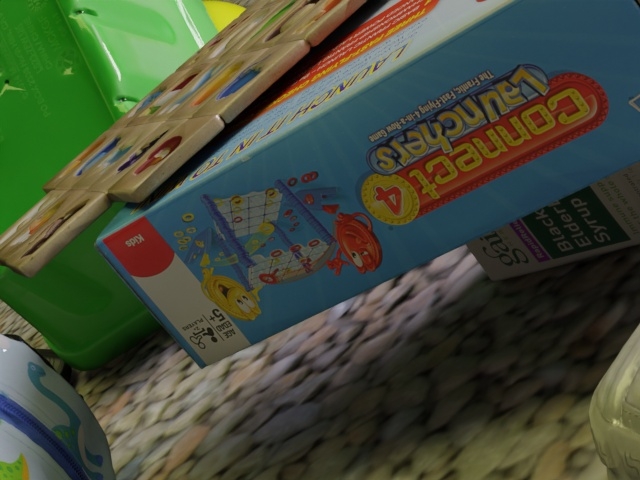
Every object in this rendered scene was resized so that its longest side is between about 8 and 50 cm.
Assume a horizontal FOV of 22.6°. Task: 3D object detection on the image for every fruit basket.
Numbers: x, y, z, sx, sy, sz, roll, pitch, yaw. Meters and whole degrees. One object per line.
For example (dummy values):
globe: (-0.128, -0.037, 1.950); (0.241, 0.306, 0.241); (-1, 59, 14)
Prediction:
fruit basket: (-0.156, -0.105, 1.328); (0.283, 0.392, 0.392); (-33, 16, 13)

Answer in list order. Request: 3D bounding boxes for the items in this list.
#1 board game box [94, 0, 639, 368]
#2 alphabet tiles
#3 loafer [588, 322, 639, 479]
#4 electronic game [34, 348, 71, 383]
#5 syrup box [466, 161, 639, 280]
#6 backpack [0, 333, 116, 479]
board game box: (0.076, -0.102, 0.802); (0.308, 0.086, 0.302); (-27, 19, 38)
alphabet tiles: (-0.049, -0.100, 0.901); (0.342, 0.011, 0.285); (-43, 14, -12)
loafer: (0.220, -0.015, 0.573); (0.111, 0.112, 0.319); (-2, 45, 56)
electronic game: (-0.302, 0.160, 1.297); (0.229, 0.048, 0.229); (-29, 15, 9)
syrup box: (0.164, -0.059, 0.830); (0.237, 0.093, 0.096); (-18, 25, 50)
backpack: (-0.271, 0.171, 0.783); (0.355, 0.290, 0.273); (-13, 26, -4)
